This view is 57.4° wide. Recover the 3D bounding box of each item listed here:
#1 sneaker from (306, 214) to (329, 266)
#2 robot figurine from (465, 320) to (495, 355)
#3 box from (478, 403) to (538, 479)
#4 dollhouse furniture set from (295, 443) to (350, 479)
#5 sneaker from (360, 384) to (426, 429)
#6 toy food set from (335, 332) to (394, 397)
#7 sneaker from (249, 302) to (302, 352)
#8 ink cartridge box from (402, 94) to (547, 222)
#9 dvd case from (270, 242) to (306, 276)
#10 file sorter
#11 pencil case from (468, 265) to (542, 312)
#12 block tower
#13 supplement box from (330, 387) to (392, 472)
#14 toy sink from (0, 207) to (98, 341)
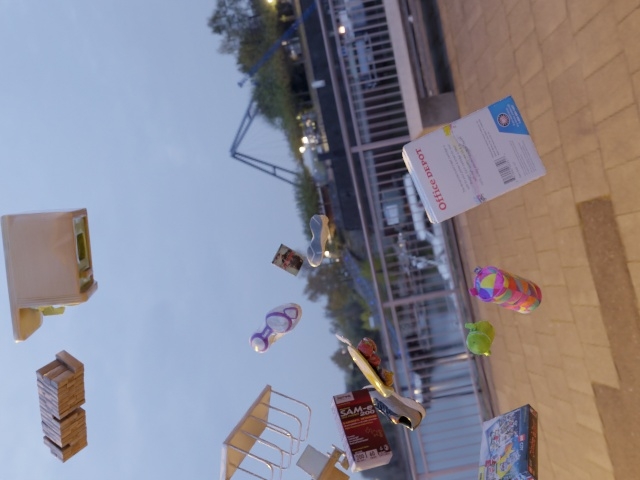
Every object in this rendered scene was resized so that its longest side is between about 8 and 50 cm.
[{"bbox_3d":[0.000,0.000,1.675,0.061,0.053,0.152,-13,-66,-59],"label":"sneaker"},{"bbox_3d":[0.443,0.268,1.617,0.101,0.067,0.115,61,-143,-12],"label":"robot figurine"},{"bbox_3d":[0.512,0.569,1.593,0.044,0.159,0.233,45,-145,-11],"label":"box"},{"bbox_3d":[0.042,0.965,2.413,0.242,0.212,0.161,44,160,-29],"label":"dollhouse furniture set"},{"bbox_3d":[0.273,0.651,2.295,0.108,0.271,0.100,-51,-27,-44],"label":"sneaker"},{"bbox_3d":[0.144,0.331,1.633,0.218,0.071,0.128,55,167,-5],"label":"toy food set"},{"bbox_3d":[-0.166,0.315,2.294,0.114,0.305,0.152,46,-143,-1],"label":"sneaker"},{"bbox_3d":[0.306,-0.157,1.209,0.168,0.232,0.171,-6,-107,-83],"label":"ink cartridge box"},{"bbox_3d":[-0.123,0.075,2.248,0.087,0.119,0.013,-63,23,-8],"label":"dvd case"},{"bbox_3d":[-0.168,0.637,1.837,0.278,0.172,0.193,-46,-31,-54],"label":"file sorter"},{"bbox_3d":[0.511,0.136,1.603,0.236,0.104,0.105,18,-131,-40],"label":"pencil case"},{"bbox_3d":[-0.737,0.479,1.674,0.097,0.090,0.336,-34,-38,-52],"label":"block tower"},{"bbox_3d":[0.130,0.615,1.909,0.073,0.130,0.240,99,156,-47],"label":"supplement box"},{"bbox_3d":[-0.507,0.059,1.118,0.153,0.131,0.235,-156,62,-78],"label":"toy sink"}]
